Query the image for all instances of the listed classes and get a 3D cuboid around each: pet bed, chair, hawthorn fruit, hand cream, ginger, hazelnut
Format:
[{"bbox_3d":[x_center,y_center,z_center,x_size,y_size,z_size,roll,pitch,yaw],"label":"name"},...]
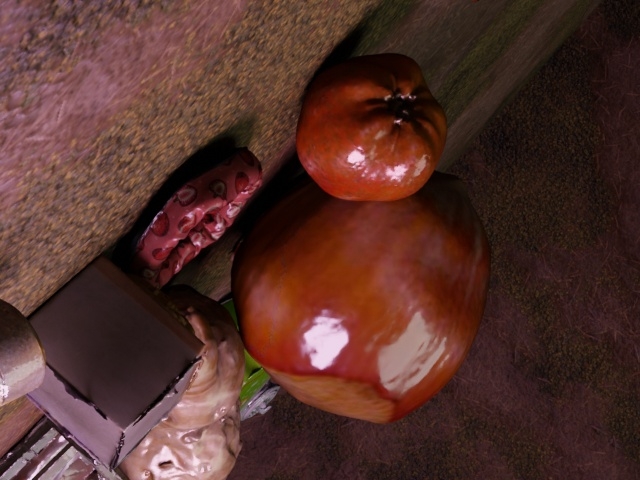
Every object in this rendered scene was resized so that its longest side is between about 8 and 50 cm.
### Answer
[{"bbox_3d":[-0.134,-0.023,1.243,0.201,0.053,0.201,-45,178,-2],"label":"pet bed"},{"bbox_3d":[-0.351,0.303,1.528,0.136,0.147,0.270,-44,-144,-14],"label":"chair"},{"bbox_3d":[0.056,-0.128,1.368,0.189,0.189,0.189,-47,173,-7],"label":"hawthorn fruit"},{"bbox_3d":[-0.309,0.122,0.895,0.203,0.084,0.084,-33,166,-39],"label":"hand cream"},{"bbox_3d":[-0.182,0.186,1.514,0.375,0.176,0.256,104,-14,-55],"label":"ginger"},{"bbox_3d":[0.052,0.062,1.576,0.366,0.366,0.366,-47,173,-7],"label":"hazelnut"}]

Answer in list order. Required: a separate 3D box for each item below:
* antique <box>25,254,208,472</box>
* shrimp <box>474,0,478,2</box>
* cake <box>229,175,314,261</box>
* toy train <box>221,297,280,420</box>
[{"bbox_3d":[-0.207,0.121,1.182,0.148,0.152,0.147,-47,174,-30],"label":"antique"},{"bbox_3d":[0.254,-0.389,1.728,0.091,0.025,0.127,-52,168,31],"label":"shrimp"},{"bbox_3d":[0.000,0.000,1.780,0.158,0.159,0.262,-48,173,32],"label":"cake"},{"bbox_3d":[-0.157,0.218,2.062,0.307,0.173,0.249,-51,164,30],"label":"toy train"}]
